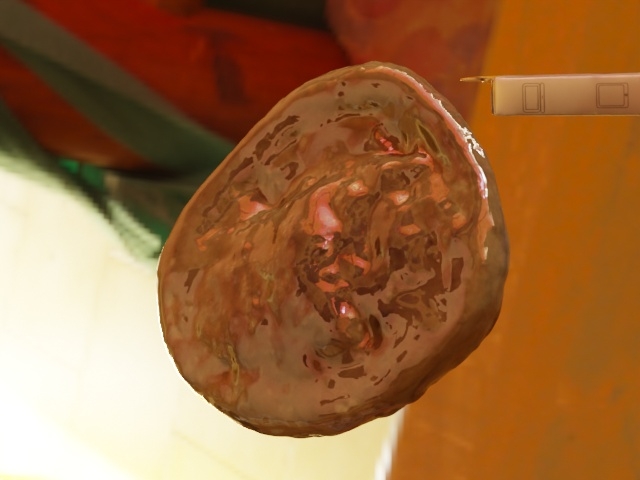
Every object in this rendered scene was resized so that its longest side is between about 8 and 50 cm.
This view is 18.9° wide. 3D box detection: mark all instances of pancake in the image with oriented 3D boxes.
[{"bbox_3d":[0.000,0.000,1.120,0.242,0.050,0.242,-13,65,29],"label":"pancake"}]

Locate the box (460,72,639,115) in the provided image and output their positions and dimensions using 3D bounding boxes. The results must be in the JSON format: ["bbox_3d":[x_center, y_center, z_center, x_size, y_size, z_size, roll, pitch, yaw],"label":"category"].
[{"bbox_3d":[0.241,-0.108,1.420,0.247,0.129,0.033,2,96,30],"label":"box"}]
